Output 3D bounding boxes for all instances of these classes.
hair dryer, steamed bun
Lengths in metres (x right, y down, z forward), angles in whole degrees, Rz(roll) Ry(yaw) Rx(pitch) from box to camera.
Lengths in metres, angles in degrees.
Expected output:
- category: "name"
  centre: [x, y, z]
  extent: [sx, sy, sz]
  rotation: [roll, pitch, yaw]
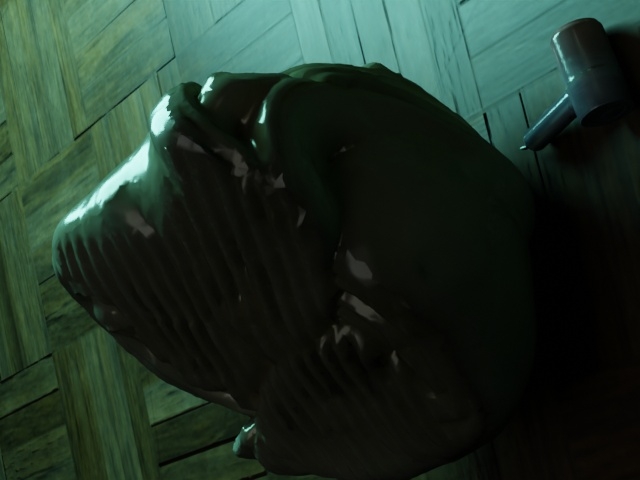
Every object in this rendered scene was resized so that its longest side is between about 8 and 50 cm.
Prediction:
- category: "hair dryer"
  centre: [0.158, -0.090, 1.020]
  extent: [0.114, 0.037, 0.063]
  rotation: [-50, 53, 55]
- category: "steamed bun"
  centre: [0.008, 0.007, 1.078]
  extent: [0.310, 0.219, 0.324]
  rotation: [42, 145, -5]
